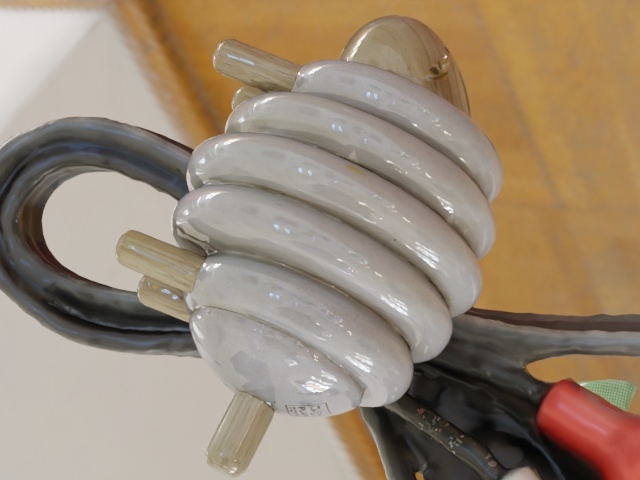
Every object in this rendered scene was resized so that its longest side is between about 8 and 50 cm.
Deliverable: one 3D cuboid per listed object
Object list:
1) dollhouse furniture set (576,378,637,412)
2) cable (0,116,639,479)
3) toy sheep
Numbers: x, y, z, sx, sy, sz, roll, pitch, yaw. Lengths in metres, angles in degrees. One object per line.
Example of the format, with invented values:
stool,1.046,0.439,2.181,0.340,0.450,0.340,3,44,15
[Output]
dollhouse furniture set,0.207,0.120,1.361,0.152,0.076,0.058,-10,146,44
cable,0.031,0.040,0.549,0.287,0.139,0.072,39,-170,6
toy sheep,0.000,0.000,0.510,0.091,0.132,0.091,23,168,5
